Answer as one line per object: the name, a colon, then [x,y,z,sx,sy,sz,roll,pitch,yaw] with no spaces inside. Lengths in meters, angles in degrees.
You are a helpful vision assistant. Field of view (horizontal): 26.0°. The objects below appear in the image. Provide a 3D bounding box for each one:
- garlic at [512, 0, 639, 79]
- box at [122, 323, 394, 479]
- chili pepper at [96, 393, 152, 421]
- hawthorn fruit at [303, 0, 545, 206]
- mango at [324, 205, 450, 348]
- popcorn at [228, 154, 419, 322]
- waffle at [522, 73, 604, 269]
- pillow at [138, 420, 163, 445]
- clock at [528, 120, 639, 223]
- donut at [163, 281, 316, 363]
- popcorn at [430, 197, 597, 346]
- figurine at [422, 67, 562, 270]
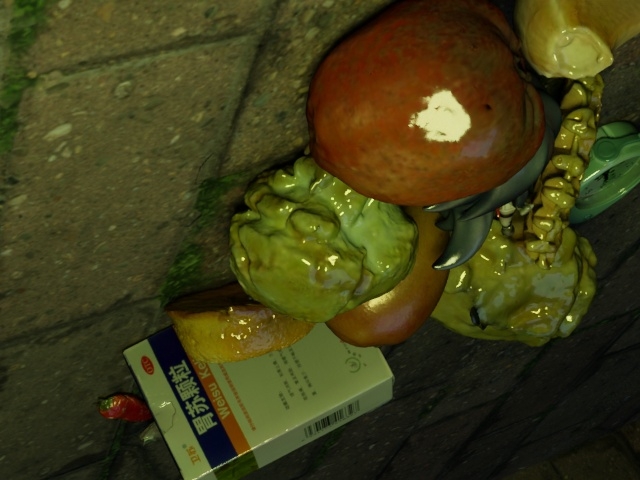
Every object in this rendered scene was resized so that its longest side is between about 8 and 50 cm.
garlic: [0.299,-0.239,1.429,0.244,0.164,0.145,-20,140,-34]
box: [-0.078,0.175,1.806,0.299,0.200,0.106,-26,159,-9]
chili pepper: [-0.264,0.239,1.953,0.045,0.027,0.178,-35,160,12]
hawthorn fruit: [0.086,-0.126,1.388,0.262,0.211,0.210,-21,162,22]
mango: [0.087,0.032,1.723,0.221,0.151,0.120,-57,180,3]
popcorn: [0.000,0.000,1.565,0.204,0.184,0.221,-7,178,38]
waffle: [0.293,-0.083,1.690,0.056,0.253,0.249,14,170,6]
pillow: [-0.163,0.227,2.022,0.232,0.038,0.130,-39,162,13]
clock: [0.402,-0.107,1.952,0.211,0.066,0.159,-39,156,22]
donut: [-0.090,0.096,1.689,0.190,0.075,0.174,-19,-169,-39]
popcorn: [0.241,0.035,1.872,0.286,0.215,0.252,4,145,-26]
figurine: [0.181,-0.093,1.596,0.197,0.175,0.265,-12,145,-24]
